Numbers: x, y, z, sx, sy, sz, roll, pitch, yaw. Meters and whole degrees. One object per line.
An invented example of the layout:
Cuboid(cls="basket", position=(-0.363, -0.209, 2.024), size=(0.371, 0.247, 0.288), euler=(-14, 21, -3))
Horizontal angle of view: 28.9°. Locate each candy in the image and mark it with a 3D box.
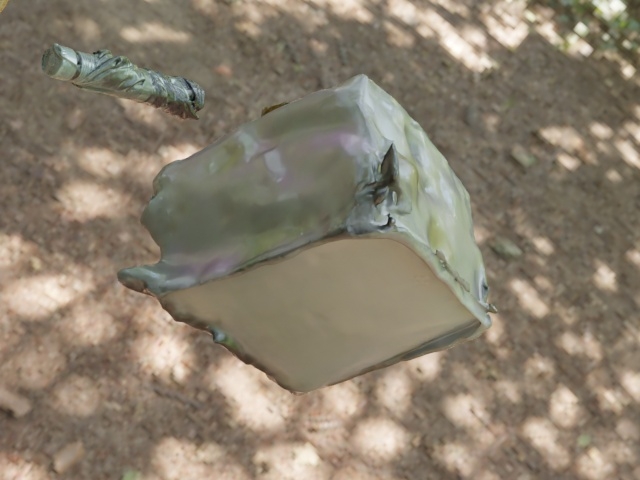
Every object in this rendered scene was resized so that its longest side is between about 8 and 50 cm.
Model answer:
Cuboid(cls="candy", position=(0.000, 0.000, 0.825), size=(0.185, 0.195, 0.137), euler=(41, 36, -46))

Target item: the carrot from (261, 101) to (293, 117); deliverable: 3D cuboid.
Cuboid(cls="carrot", position=(-0.018, -0.021, 1.448), size=(0.114, 0.114, 0.302), euler=(15, 63, -35))

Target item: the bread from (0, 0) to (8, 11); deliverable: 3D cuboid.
Cuboid(cls="bread", position=(-0.562, -0.495, 1.707), size=(0.279, 0.390, 0.371), euler=(9, 42, -46))

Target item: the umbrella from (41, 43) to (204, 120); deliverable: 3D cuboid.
Cuboid(cls="umbrella", position=(-0.188, -0.159, 1.217), size=(0.188, 0.050, 0.046), euler=(13, 30, -49))
